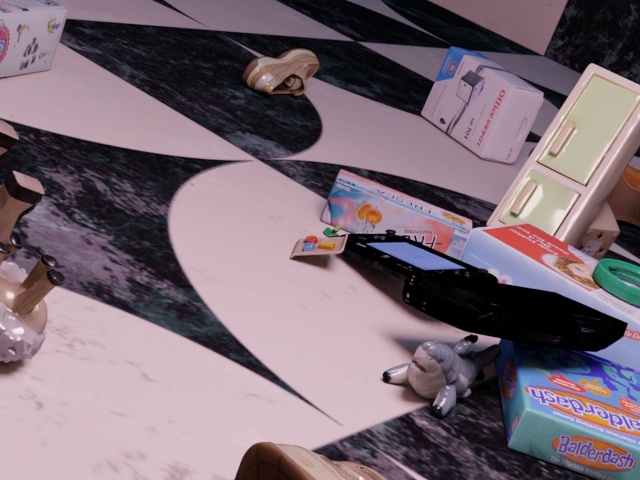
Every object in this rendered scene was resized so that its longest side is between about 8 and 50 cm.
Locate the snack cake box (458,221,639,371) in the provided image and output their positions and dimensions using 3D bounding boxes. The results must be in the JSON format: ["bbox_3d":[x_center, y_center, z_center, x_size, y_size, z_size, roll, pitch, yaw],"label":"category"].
[{"bbox_3d":[0.299,0.078,1.562,0.264,0.089,0.152,32,21,27],"label":"snack cake box"}]

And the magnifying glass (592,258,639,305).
[{"bbox_3d":[0.419,0.068,1.554,0.231,0.026,0.092,14,20,-18],"label":"magnifying glass"}]

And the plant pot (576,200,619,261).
[{"bbox_3d":[0.350,-0.017,1.874,0.109,0.109,0.096,6,37,-40],"label":"plant pot"}]

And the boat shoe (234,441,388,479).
[{"bbox_3d":[0.064,0.229,0.826,0.110,0.121,0.341,8,22,-34],"label":"boat shoe"}]

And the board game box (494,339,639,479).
[{"bbox_3d":[0.260,0.166,1.335,0.160,0.047,0.210,20,19,-4],"label":"board game box"}]

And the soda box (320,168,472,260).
[{"bbox_3d":[0.096,-0.025,1.669,0.183,0.058,0.063,21,18,0],"label":"soda box"}]

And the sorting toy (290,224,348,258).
[{"bbox_3d":[0.000,0.000,1.520,0.062,0.012,0.083,-7,17,9],"label":"sorting toy"}]

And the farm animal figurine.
[{"bbox_3d":[-0.378,-0.055,1.059,0.327,0.172,0.330,31,24,-37],"label":"farm animal figurine"}]

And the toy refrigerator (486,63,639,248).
[{"bbox_3d":[0.337,-0.095,1.786,0.102,0.269,0.094,30,-10,22],"label":"toy refrigerator"}]

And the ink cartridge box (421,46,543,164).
[{"bbox_3d":[0.281,-0.237,2.337,0.082,0.139,0.191,9,22,-37],"label":"ink cartridge box"}]

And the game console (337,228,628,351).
[{"bbox_3d":[0.140,0.044,1.445,0.213,0.044,0.361,10,9,-38],"label":"game console"}]

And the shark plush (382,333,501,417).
[{"bbox_3d":[0.137,0.121,1.291,0.161,0.067,0.073,4,25,-43],"label":"shark plush"}]

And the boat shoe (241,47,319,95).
[{"bbox_3d":[-0.050,-0.263,2.182,0.072,0.068,0.190,41,34,17],"label":"boat shoe"}]

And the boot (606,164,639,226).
[{"bbox_3d":[0.512,-0.101,2.261,0.283,0.109,0.220,28,20,11],"label":"boot"}]

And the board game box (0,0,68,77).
[{"bbox_3d":[-0.492,-0.288,1.690,0.224,0.097,0.303,25,17,11],"label":"board game box"}]
